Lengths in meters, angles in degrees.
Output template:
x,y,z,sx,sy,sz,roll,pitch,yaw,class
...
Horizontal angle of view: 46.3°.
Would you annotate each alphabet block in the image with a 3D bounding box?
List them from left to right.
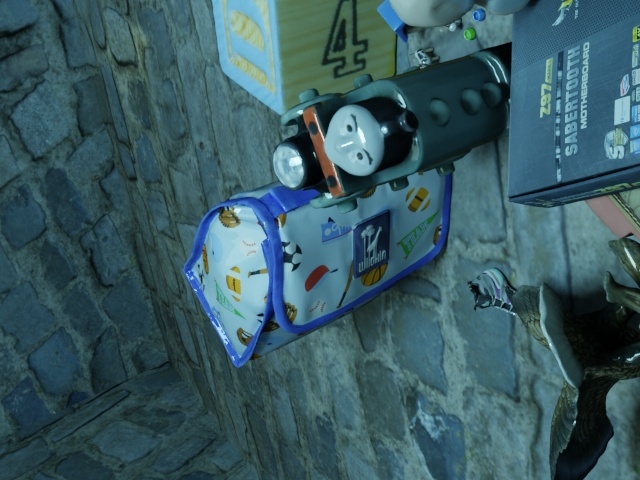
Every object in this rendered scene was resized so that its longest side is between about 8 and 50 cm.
x,y,z,sx,sy,sz,roll,pitch,yaw,class
-0.024,-0.319,1.057,0.192,0.197,0.194,42,146,41,alphabet block

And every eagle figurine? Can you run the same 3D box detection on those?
x,y,z,sx,sy,sz,roll,pitch,yaw,class
0.297,0.133,0.820,0.225,0.226,0.298,41,146,6,eagle figurine

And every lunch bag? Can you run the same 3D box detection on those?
x,y,z,sx,sy,sz,roll,pitch,yaw,class
0.000,0.000,1.127,0.239,0.327,0.385,56,151,15,lunch bag

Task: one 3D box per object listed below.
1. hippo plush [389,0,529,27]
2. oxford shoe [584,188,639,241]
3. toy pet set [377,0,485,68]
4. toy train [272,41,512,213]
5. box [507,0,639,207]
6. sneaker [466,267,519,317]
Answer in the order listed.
x,y,z,sx,sy,sz,roll,pitch,yaw,class
0.114,-0.365,0.655,0.294,0.234,0.237,-54,53,46,hippo plush
0.363,-0.005,0.640,0.348,0.122,0.130,51,149,31,oxford shoe
0.130,-0.270,0.945,0.114,0.065,0.122,56,153,21,toy pet set
0.106,-0.133,0.823,0.190,0.333,0.142,-15,95,51,toy train
0.253,-0.157,0.688,0.183,0.059,0.233,166,111,-66,box
0.240,0.086,1.026,0.098,0.069,0.038,47,149,37,sneaker
